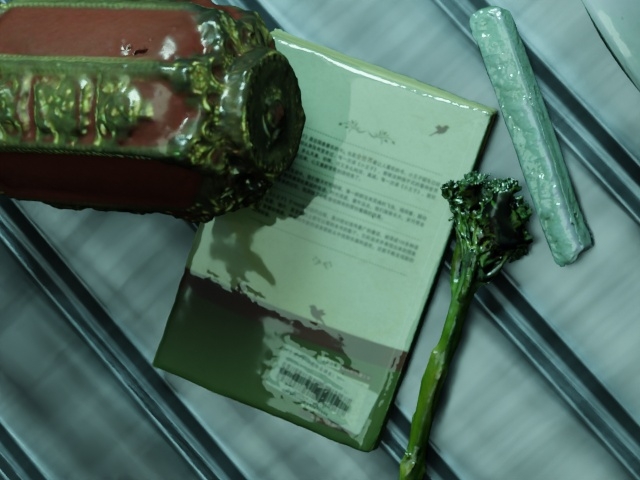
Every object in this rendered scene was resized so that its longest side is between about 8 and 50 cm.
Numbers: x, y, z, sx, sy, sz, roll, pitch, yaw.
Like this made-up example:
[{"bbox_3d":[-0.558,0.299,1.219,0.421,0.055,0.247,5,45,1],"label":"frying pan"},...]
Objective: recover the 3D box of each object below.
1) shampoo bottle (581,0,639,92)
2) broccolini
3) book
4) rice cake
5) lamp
[{"bbox_3d":[0.309,-0.202,1.206,0.266,0.273,0.273,-35,81,21],"label":"shampoo bottle"},{"bbox_3d":[0.102,0.069,1.385,0.071,0.057,0.254,24,105,32],"label":"broccolini"},{"bbox_3d":[0.000,0.000,1.414,0.201,0.026,0.289,22,95,14],"label":"book"},{"bbox_3d":[0.161,-0.081,1.368,0.033,0.033,0.208,-21,86,24],"label":"rice cake"},{"bbox_3d":[-0.149,-0.104,1.365,0.274,0.177,0.177,7,92,29],"label":"lamp"}]
